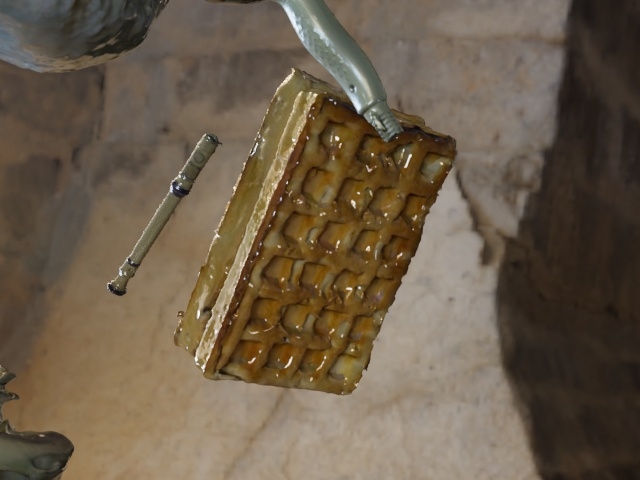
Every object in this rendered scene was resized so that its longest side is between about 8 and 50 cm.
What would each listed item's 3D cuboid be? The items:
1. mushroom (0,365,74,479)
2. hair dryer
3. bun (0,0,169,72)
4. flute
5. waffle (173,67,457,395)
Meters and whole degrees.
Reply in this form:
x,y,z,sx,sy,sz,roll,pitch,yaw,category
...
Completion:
x,y,z,sx,sy,sz,roll,pitch,yaw,category
-0.327,0.163,0.802,0.267,0.164,0.189,25,-167,-11,mushroom
0.011,-0.216,0.947,0.225,0.219,0.088,39,138,-12,hair dryer
-0.232,-0.286,0.824,0.194,0.355,0.354,-9,171,15,bun
-0.183,-0.029,1.326,0.027,0.233,0.027,30,-158,-14,flute
-0.001,-0.001,1.166,0.212,0.308,0.091,13,-165,-42,waffle
